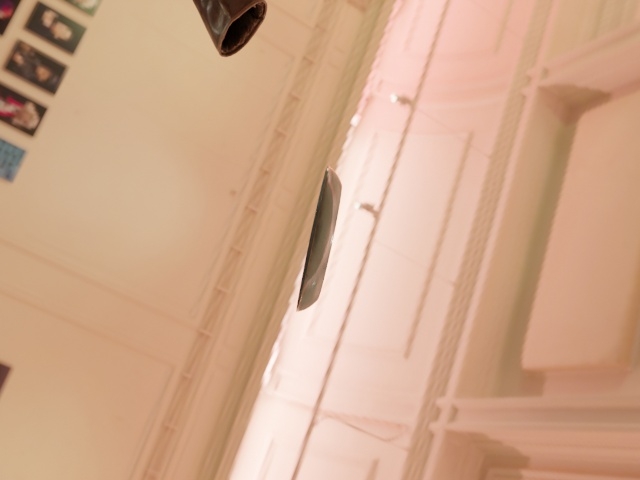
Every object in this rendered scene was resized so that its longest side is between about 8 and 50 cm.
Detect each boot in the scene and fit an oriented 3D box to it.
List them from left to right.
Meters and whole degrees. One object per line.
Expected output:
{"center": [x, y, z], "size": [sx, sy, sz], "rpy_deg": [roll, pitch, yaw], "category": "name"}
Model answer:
{"center": [-0.130, -0.375, 1.204], "size": [0.208, 0.076, 0.189], "rpy_deg": [62, -40, 30], "category": "boot"}

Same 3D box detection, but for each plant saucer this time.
{"center": [0.000, 0.000, 1.956], "size": [0.317, 0.044, 0.317], "rpy_deg": [-168, -90, -89], "category": "plant saucer"}
